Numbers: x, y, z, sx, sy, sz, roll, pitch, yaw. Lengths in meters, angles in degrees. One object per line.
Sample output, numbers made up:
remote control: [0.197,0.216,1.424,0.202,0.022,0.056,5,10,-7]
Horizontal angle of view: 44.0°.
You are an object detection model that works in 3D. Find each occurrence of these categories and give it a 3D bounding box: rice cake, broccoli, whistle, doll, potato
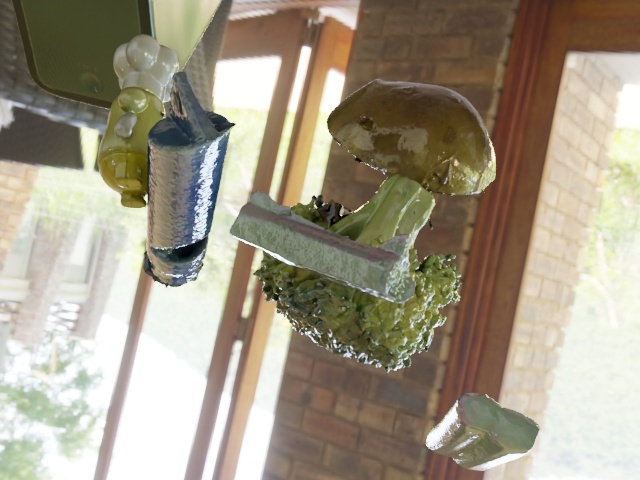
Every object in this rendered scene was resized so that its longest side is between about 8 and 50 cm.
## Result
rice cake: [-0.002,0.002,0.972,0.290,0.081,0.051,18,-177,42]
broccoli: [0.062,0.031,1.189,0.293,0.280,0.348,34,180,15]
whistle: [-0.118,-0.034,0.666,0.062,0.062,0.304,12,157,-8]
doll: [-0.164,-0.112,0.724,0.062,0.162,0.106,4,155,-5]
potato: [0.154,-0.190,1.286,0.299,0.116,0.239,31,-137,24]
rice cake: [0.162,0.206,0.833,0.080,0.042,0.221,22,160,7]

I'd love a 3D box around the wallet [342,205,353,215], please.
wallet: [0.031,0.039,1.633,0.045,0.204,0.142,15,-165,-16]

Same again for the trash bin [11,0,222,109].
trash bin: [-0.197,-0.340,0.928,0.158,0.343,0.223,16,138,9]
